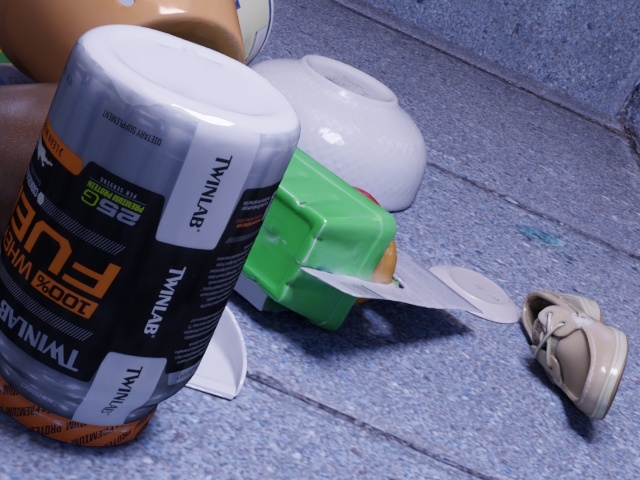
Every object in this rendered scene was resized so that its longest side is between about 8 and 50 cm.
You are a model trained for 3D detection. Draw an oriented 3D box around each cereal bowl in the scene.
[{"bbox_3d":[0.020,-0.187,1.923,0.339,0.141,0.339,23,21,-9],"label":"cereal bowl"}]

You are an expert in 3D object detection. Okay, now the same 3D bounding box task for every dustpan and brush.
[{"bbox_3d":[-0.142,0.062,1.259,0.147,0.060,0.211,20,22,-14],"label":"dustpan and brush"}]

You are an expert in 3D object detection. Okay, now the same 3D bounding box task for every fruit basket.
[{"bbox_3d":[0.000,0.000,1.499,0.327,0.165,0.353,37,8,27],"label":"fruit basket"}]

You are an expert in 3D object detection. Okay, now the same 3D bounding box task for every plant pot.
[{"bbox_3d":[-0.210,-0.240,1.382,0.291,0.291,0.203,5,44,-42],"label":"plant pot"},{"bbox_3d":[-0.290,-0.070,1.251,0.230,0.215,0.215,17,16,23],"label":"plant pot"}]

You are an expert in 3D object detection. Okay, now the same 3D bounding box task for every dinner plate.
[{"bbox_3d":[0.213,0.068,1.707,0.141,0.017,0.141,23,22,-10],"label":"dinner plate"}]

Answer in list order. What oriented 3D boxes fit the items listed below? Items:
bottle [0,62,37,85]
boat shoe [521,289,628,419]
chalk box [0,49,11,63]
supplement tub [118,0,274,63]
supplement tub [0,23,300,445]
[{"bbox_3d":[-0.342,-0.164,1.523,0.118,0.092,0.283,35,23,26],"label":"bottle"},{"bbox_3d":[0.305,0.132,1.544,0.098,0.109,0.302,19,16,-3],"label":"boat shoe"},{"bbox_3d":[-0.491,-0.376,1.737,0.289,0.179,0.180,27,20,4],"label":"chalk box"},{"bbox_3d":[-0.217,-0.319,1.820,0.235,0.235,0.325,27,24,4],"label":"supplement tub"},{"bbox_3d":[-0.158,0.001,1.030,0.193,0.316,0.193,21,21,-9],"label":"supplement tub"}]
